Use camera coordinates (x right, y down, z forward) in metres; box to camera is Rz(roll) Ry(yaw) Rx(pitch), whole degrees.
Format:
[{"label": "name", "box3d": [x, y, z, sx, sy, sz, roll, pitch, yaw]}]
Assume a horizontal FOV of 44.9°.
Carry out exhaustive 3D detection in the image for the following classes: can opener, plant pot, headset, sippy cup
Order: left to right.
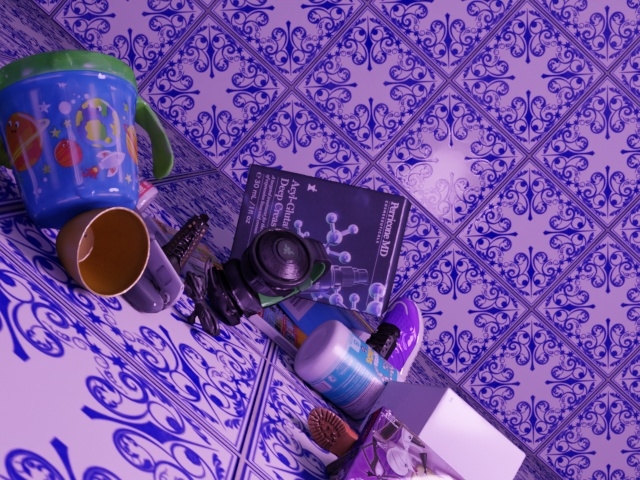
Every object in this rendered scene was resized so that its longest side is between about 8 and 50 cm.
[{"label": "sippy cup", "box3d": [-0.384, -0.141, 1.206, 0.240, 0.306, 0.224, 124, -47, -72]}, {"label": "plant pot", "box3d": [-0.337, 0.009, 1.153, 0.095, 0.134, 0.134, 12, -14, 34]}, {"label": "can opener", "box3d": [-0.329, -0.003, 1.293, 0.283, 0.076, 0.095, 55, 19, 14]}, {"label": "headset", "box3d": [-0.124, 0.098, 1.537, 0.394, 0.243, 0.185, 6, 55, -57]}]

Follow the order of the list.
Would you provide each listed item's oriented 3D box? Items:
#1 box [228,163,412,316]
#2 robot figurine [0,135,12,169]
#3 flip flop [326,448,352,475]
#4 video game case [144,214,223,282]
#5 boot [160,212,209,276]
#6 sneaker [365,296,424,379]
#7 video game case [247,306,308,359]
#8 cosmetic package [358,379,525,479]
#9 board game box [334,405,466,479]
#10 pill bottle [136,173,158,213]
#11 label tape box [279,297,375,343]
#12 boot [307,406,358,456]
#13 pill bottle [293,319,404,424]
[{"label": "box", "box3d": [0.000, 0.000, 1.924, 0.396, 0.293, 0.212, 12, 0, 9]}, {"label": "robot figurine", "box3d": [-0.542, -0.166, 1.267, 0.115, 0.067, 0.101, 38, 19, -37]}, {"label": "flip flop", "box3d": [0.107, 0.409, 1.343, 0.277, 0.112, 0.080, 45, 16, -52]}, {"label": "video game case", "box3d": [-0.280, 0.047, 1.753, 0.206, 0.026, 0.227, 46, 7, 33]}, {"label": "boot", "box3d": [-0.268, 0.015, 1.464, 0.077, 0.137, 0.198, 41, 6, -18]}, {"label": "sneaker", "box3d": [0.148, 0.264, 1.835, 0.102, 0.293, 0.146, 9, -15, 43]}, {"label": "video game case", "box3d": [-0.053, 0.245, 1.828, 0.285, 0.025, 0.204, 42, 5, -7]}, {"label": "cosmetic package", "box3d": [0.235, 0.402, 1.535, 0.224, 0.138, 0.225, 42, -22, -15]}, {"label": "board game box", "box3d": [0.177, 0.445, 1.205, 0.347, 0.056, 0.208, 42, 45, -3]}, {"label": "pill bottle", "box3d": [-0.427, -0.120, 1.549, 0.180, 0.108, 0.108, 42, 5, -6]}, {"label": "label tape box", "box3d": [0.026, 0.220, 2.183, 0.249, 0.115, 0.348, 45, 3, 23]}, {"label": "boot", "box3d": [0.021, 0.346, 1.412, 0.158, 0.059, 0.084, 49, -2, -29]}, {"label": "pill bottle", "box3d": [0.080, 0.303, 1.681, 0.264, 0.146, 0.146, 41, 5, -16]}]
